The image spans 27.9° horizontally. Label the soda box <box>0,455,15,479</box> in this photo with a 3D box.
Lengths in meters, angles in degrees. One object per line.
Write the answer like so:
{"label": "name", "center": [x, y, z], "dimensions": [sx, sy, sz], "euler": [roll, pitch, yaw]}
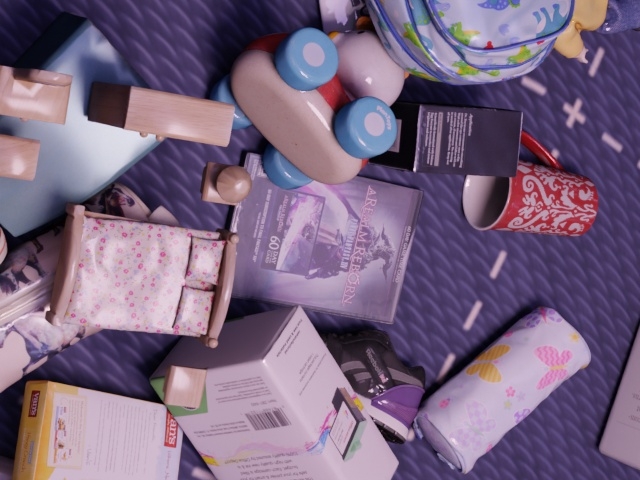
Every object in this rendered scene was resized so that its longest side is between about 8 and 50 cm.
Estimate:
{"label": "soda box", "center": [-0.452, 0.303, 1.582], "dimensions": [0.286, 0.091, 0.098], "euler": [23, 89, -25]}

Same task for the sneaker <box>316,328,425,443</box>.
{"label": "sneaker", "center": [0.029, 0.162, 1.782], "dimensions": [0.283, 0.107, 0.124], "euler": [38, 68, -28]}

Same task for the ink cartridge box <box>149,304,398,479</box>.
{"label": "ink cartridge box", "center": [-0.057, 0.238, 1.675], "dimensions": [0.278, 0.201, 0.117], "euler": [59, 40, -21]}

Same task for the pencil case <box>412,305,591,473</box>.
{"label": "pencil case", "center": [0.266, 0.217, 1.875], "dimensions": [0.273, 0.113, 0.124], "euler": [-40, 121, -12]}

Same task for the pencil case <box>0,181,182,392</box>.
{"label": "pencil case", "center": [-0.357, 0.082, 1.533], "dimensions": [0.410, 0.183, 0.159], "euler": [-31, 100, -17]}

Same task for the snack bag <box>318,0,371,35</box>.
{"label": "snack bag", "center": [0.131, -0.411, 1.691], "dimensions": [0.323, 0.037, 0.342], "euler": [-9, 103, -4]}

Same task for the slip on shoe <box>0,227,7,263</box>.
{"label": "slip on shoe", "center": [-0.476, 0.064, 1.384], "dimensions": [0.331, 0.123, 0.101], "euler": [-49, 137, -34]}

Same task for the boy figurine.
{"label": "boy figurine", "center": [0.352, -0.339, 1.823], "dimensions": [0.285, 0.092, 0.177], "euler": [-5, 95, -22]}

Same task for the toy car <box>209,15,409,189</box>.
{"label": "toy car", "center": [0.020, -0.213, 1.645], "dimensions": [0.210, 0.219, 0.238], "euler": [48, 60, -13]}

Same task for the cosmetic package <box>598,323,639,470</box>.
{"label": "cosmetic package", "center": [0.689, 0.213, 1.935], "dimensions": [0.327, 0.329, 0.393], "euler": [20, 89, -26]}

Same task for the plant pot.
{"label": "plant pot", "center": [-0.319, -0.127, 1.530], "dimensions": [0.234, 0.165, 0.165], "euler": [-45, 114, -6]}

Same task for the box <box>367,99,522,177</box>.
{"label": "box", "center": [0.163, -0.139, 1.741], "dimensions": [0.158, 0.156, 0.093], "euler": [2, 98, -24]}

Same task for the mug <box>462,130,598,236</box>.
{"label": "mug", "center": [0.308, -0.077, 1.844], "dimensions": [0.169, 0.113, 0.150], "euler": [8, 98, -28]}

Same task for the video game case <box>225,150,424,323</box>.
{"label": "video game case", "center": [0.000, 0.000, 1.766], "dimensions": [0.274, 0.026, 0.196], "euler": [11, 95, -24]}

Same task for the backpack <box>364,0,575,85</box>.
{"label": "backpack", "center": [0.168, -0.363, 1.565], "dimensions": [0.290, 0.273, 0.355], "euler": [-14, 113, -26]}

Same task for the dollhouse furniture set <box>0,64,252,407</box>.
{"label": "dollhouse furniture set", "center": [-0.220, 0.010, 1.396], "dimensions": [0.303, 0.174, 0.355], "euler": [9, 94, -25]}

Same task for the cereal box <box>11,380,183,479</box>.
{"label": "cereal box", "center": [-0.273, 0.278, 1.607], "dimensions": [0.240, 0.047, 0.173], "euler": [23, 68, -49]}
